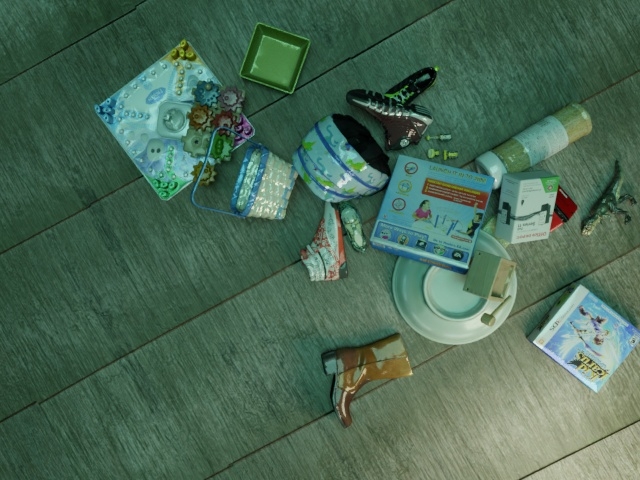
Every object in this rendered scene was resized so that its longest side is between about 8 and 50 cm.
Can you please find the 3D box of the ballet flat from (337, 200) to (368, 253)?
[{"bbox_3d":[0.110,-0.047,1.728,0.070,0.070,0.188,-25,90,2],"label":"ballet flat"}]

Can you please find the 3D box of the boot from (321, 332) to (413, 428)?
[{"bbox_3d":[0.163,0.462,1.743,0.281,0.096,0.263,-12,83,-6],"label":"boot"}]

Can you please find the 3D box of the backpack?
[{"bbox_3d":[0.068,-0.245,1.581,0.273,0.355,0.290,-33,91,3],"label":"backpack"}]

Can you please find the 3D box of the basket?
[{"bbox_3d":[-0.235,-0.187,1.649,0.289,0.201,0.254,20,91,-30],"label":"basket"}]

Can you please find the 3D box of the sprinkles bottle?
[{"bbox_3d":[0.673,-0.300,1.680,0.356,0.121,0.121,-31,90,2],"label":"sprinkles bottle"}]

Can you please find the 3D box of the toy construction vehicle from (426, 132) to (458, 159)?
[{"bbox_3d":[0.398,-0.308,1.735,0.098,0.035,0.085,-5,102,4],"label":"toy construction vehicle"}]

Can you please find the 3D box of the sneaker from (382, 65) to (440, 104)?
[{"bbox_3d":[0.278,-0.486,1.698,0.235,0.097,0.084,-40,90,2],"label":"sneaker"}]

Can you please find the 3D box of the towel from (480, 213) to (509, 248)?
[{"bbox_3d":[0.564,-0.002,1.736,0.110,0.027,0.148,39,92,1],"label":"towel"}]

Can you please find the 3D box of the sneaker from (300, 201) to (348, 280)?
[{"bbox_3d":[0.000,0.001,1.718,0.145,0.090,0.269,-9,93,-1],"label":"sneaker"}]

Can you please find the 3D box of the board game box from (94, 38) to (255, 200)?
[{"bbox_3d":[-0.482,-0.397,1.742,0.390,0.050,0.390,-37,90,1],"label":"board game box"}]

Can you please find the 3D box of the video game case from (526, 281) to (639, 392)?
[{"bbox_3d":[0.859,0.314,1.719,0.270,0.061,0.244,38,93,0],"label":"video game case"}]

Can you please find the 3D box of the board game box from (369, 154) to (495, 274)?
[{"bbox_3d":[0.345,-0.084,1.643,0.309,0.086,0.301,17,77,15],"label":"board game box"}]

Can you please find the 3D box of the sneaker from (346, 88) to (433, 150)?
[{"bbox_3d":[0.200,-0.366,1.676,0.282,0.106,0.162,17,126,-2],"label":"sneaker"}]

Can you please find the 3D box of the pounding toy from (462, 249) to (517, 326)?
[{"bbox_3d":[0.500,0.146,1.582,0.094,0.181,0.205,21,95,40],"label":"pounding toy"}]

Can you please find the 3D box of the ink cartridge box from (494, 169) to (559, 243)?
[{"bbox_3d":[0.641,-0.104,1.648,0.153,0.087,0.208,-8,114,-19],"label":"ink cartridge box"}]

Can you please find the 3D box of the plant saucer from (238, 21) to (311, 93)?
[{"bbox_3d":[-0.147,-0.592,1.733,0.188,0.045,0.188,20,92,1],"label":"plant saucer"}]

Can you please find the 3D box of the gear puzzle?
[{"bbox_3d":[-0.359,-0.340,1.693,0.176,0.044,0.338,13,92,1],"label":"gear puzzle"}]

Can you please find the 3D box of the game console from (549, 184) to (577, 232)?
[{"bbox_3d":[0.745,-0.115,1.737,0.144,0.085,0.124,49,61,0],"label":"game console"}]

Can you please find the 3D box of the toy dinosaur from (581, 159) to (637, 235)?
[{"bbox_3d":[0.953,-0.120,1.710,0.118,0.064,0.268,29,88,7],"label":"toy dinosaur"}]

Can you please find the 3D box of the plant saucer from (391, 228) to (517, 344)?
[{"bbox_3d":[0.431,0.144,1.691,0.401,0.100,0.399,0,93,6],"label":"plant saucer"}]
